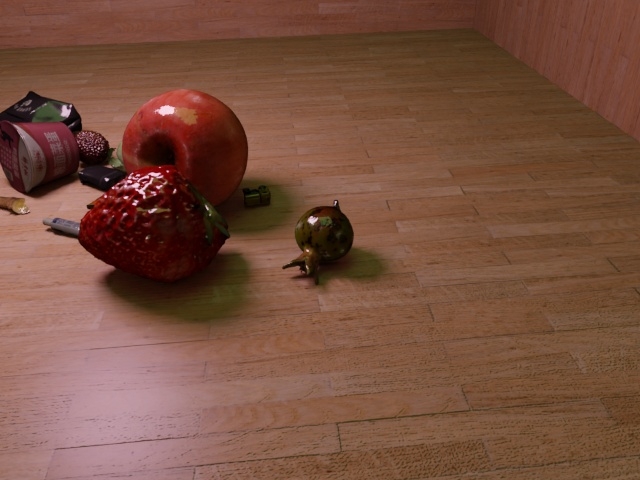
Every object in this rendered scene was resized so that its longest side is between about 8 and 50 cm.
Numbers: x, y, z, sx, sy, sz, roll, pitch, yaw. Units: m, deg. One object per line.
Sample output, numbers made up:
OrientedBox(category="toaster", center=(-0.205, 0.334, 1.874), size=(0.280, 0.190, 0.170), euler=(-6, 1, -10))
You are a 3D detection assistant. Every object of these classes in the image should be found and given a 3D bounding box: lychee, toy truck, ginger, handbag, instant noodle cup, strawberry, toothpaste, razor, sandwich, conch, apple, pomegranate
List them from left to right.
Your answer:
OrientedBox(category="ginger", center=(-0.947, -0.115, 1.704), size=(0.137, 0.044, 0.057), euler=(13, 54, 23))
OrientedBox(category="handbag", center=(-1.136, -0.450, 2.144), size=(0.343, 0.152, 0.288), euler=(19, 50, 29))
OrientedBox(category="instant noodle cup", center=(-0.918, -0.288, 1.815), size=(0.235, 0.234, 0.178), euler=(23, 32, 32))
OrientedBox(category="toothpaste", center=(-0.692, -0.033, 1.572), size=(0.216, 0.037, 0.062), euler=(12, 35, 13))
OrientedBox(category="lychee", center=(-0.804, -0.325, 1.955), size=(0.129, 0.123, 0.123), euler=(20, 34, -5))
OrientedBox(category="razor", center=(-0.719, -0.209, 1.826), size=(0.148, 0.054, 0.090), euler=(17, 34, 25))
OrientedBox(category="sandwich", center=(-0.660, -0.117, 1.711), size=(0.069, 0.026, 0.101), euler=(7, 31, 20))
OrientedBox(category="conch", center=(-0.667, -0.307, 1.919), size=(0.251, 0.143, 0.137), euler=(17, -7, 46))
OrientedBox(category="strawberry", center=(-0.402, -0.019, 1.341), size=(0.310, 0.291, 0.292), euler=(-40, 44, -9))
OrientedBox(category="apple", center=(-0.380, -0.260, 1.628), size=(0.364, 0.363, 0.363), euler=(-1, 33, 1))
OrientedBox(category="toy truck", center=(-0.192, -0.133, 1.694), size=(0.083, 0.049, 0.054), euler=(-10, 35, -12))
OrientedBox(category="pomegranate", center=(-0.008, -0.001, 1.398), size=(0.156, 0.156, 0.220), euler=(21, 43, 30))
